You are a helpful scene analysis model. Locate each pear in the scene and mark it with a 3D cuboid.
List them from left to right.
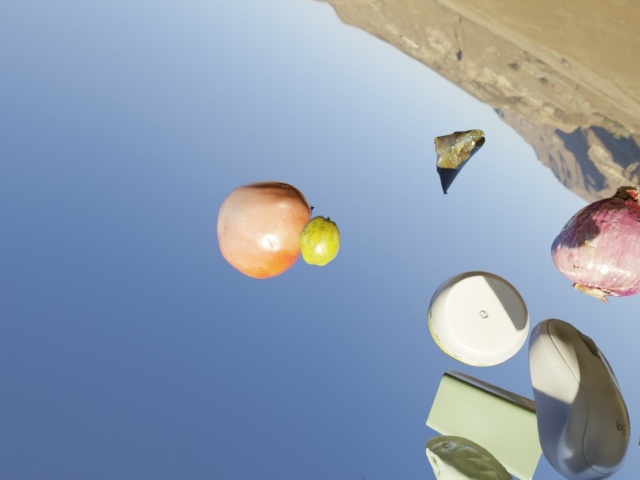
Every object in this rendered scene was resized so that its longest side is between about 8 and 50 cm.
[{"bbox_3d":[0.000,0.000,1.061,0.107,0.131,0.107,16,-171,-2],"label":"pear"}]

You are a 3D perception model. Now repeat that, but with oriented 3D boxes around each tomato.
[{"bbox_3d":[-0.193,-0.043,1.376,0.273,0.341,0.341,12,-145,-31],"label":"tomato"}]

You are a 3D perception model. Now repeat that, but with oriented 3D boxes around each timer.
[{"bbox_3d":[0.438,0.232,1.193,0.286,0.285,0.285,25,-150,-16],"label":"timer"}]

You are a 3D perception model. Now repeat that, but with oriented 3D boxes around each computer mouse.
[{"bbox_3d":[0.487,0.289,0.765,0.184,0.121,0.296,22,-116,-20],"label":"computer mouse"}]

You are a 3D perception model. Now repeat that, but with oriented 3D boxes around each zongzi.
[{"bbox_3d":[0.532,-0.297,1.575,0.112,0.241,0.221,-5,-173,-19],"label":"zongzi"}]

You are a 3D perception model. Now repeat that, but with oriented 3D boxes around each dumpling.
[{"bbox_3d":[0.336,0.541,0.934,0.153,0.107,0.219,11,-154,-48],"label":"dumpling"}]

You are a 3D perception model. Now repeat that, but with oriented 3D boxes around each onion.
[{"bbox_3d":[0.815,-0.010,1.112,0.268,0.348,0.159,23,179,-3],"label":"onion"}]

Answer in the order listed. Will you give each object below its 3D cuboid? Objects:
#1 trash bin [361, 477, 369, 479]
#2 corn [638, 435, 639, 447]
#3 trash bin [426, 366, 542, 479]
[{"bbox_3d":[0.106,0.761,1.023,0.164,0.240,0.122,37,171,10],"label":"trash bin"},{"bbox_3d":[0.886,0.454,1.013,0.254,0.086,0.086,-16,-131,-18],"label":"corn"},{"bbox_3d":[0.559,0.601,1.385,0.344,0.222,0.158,19,-176,27],"label":"trash bin"}]
